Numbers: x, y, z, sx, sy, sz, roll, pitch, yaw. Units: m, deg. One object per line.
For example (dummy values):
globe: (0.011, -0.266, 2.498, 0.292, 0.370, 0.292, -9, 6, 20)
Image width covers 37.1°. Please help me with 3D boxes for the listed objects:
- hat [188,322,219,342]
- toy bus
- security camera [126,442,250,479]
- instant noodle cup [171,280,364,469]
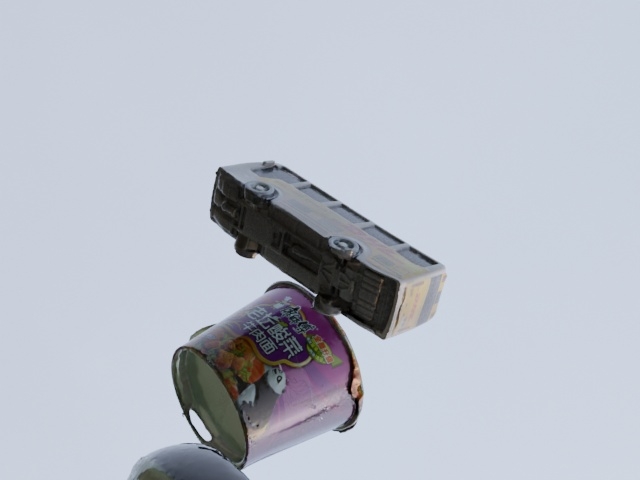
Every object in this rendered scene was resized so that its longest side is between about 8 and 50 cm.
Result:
hat: (-0.193, 0.226, 1.940, 0.146, 0.146, 0.067, 15, -62, 42)
toy bus: (0.000, 0.000, 1.244, 0.342, 0.138, 0.097, 34, -55, 36)
security camera: (-0.137, 0.270, 0.573, 0.197, 0.277, 0.191, 10, -50, 59)
instant noodle cup: (-0.088, 0.207, 1.390, 0.251, 0.190, 0.251, 33, -45, 40)
